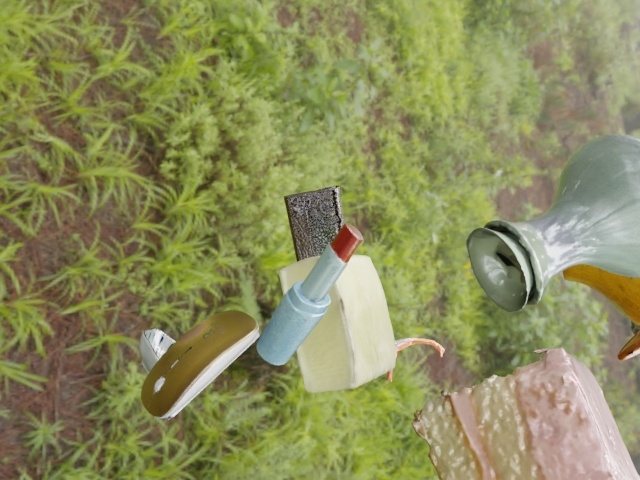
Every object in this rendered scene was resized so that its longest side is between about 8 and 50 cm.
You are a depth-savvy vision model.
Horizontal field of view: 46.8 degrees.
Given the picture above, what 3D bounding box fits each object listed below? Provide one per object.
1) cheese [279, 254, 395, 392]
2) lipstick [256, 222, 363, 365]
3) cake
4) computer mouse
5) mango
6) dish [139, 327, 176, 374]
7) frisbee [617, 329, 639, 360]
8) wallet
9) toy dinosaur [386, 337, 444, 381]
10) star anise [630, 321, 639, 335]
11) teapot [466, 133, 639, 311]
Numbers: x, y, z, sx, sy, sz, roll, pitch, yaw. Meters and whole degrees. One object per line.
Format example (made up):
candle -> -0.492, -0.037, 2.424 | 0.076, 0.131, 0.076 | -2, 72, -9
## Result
cheese -> 0.042, 0.151, 1.415 | 0.265, 0.124, 0.242 | 2, 77, -67
lipstick -> -0.013, 0.080, 1.105 | 0.068, 0.274, 0.061 | 5, 41, -37
cake -> 0.392, 0.388, 1.372 | 0.314, 0.307, 0.293 | 22, 43, -60
computer mouse -> -0.218, 0.211, 1.315 | 0.245, 0.126, 0.056 | -42, 125, -17
mango -> 0.628, 0.065, 1.414 | 0.187, 0.359, 0.144 | -62, 162, 18
dish -> -0.370, 0.294, 1.758 | 0.190, 0.066, 0.190 | 45, 4, -4
frisbee -> 0.556, 0.132, 1.180 | 0.035, 0.192, 0.192 | 62, 14, 22
wallet -> 0.000, 0.000, 1.734 | 0.039, 0.133, 0.243 | -102, -178, -72
toy dinosaur -> 0.142, 0.251, 1.596 | 0.280, 0.055, 0.101 | 11, 94, -27
star anise -> 0.729, 0.133, 1.635 | 0.236, 0.093, 0.229 | 64, 35, -49
teapot -> 0.308, -0.013, 0.880 | 0.183, 0.251, 0.183 | 53, -22, 34
